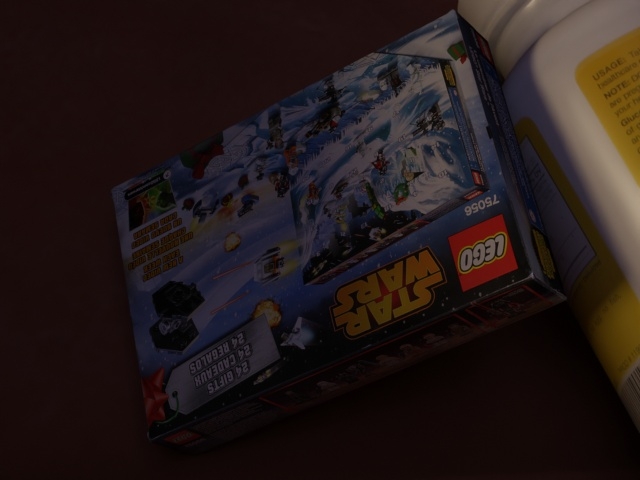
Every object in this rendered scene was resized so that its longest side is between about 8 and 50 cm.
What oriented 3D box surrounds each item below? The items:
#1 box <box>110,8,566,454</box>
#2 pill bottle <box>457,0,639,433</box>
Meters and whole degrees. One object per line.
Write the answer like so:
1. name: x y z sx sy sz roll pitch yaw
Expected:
1. box: 0.000 0.000 0.450 0.137 0.027 0.094 -25 60 24
2. pill bottle: 0.116 -0.018 0.456 0.103 0.103 0.184 -20 65 -11
